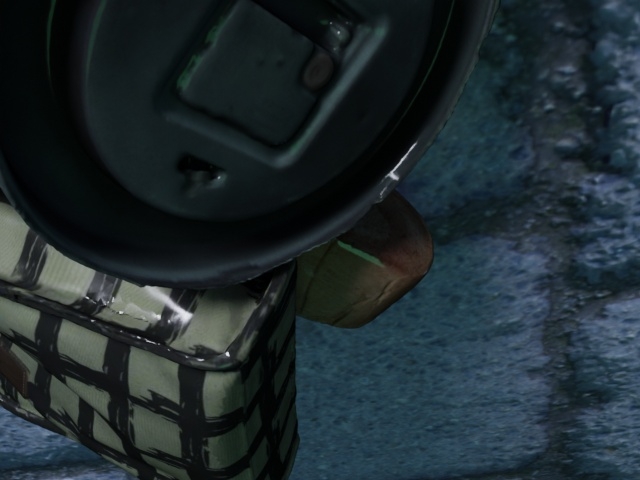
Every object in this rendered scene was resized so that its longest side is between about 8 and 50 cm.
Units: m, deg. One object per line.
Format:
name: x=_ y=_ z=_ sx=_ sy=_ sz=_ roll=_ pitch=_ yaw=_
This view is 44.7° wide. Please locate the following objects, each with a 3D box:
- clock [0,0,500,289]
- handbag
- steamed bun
clock: x=-0.037 y=-0.116 z=0.450 sx=0.325 sy=0.067 sz=0.325 roll=-24 pitch=139 yaw=-23
handbag: x=-0.180 y=0.093 z=0.694 sx=0.327 sy=0.162 sz=0.325 roll=18 pitch=141 yaw=12
steamed bun: x=0.000 y=0.000 z=0.697 sx=0.175 sy=0.106 sz=0.145 roll=26 pitch=141 yaw=-12
